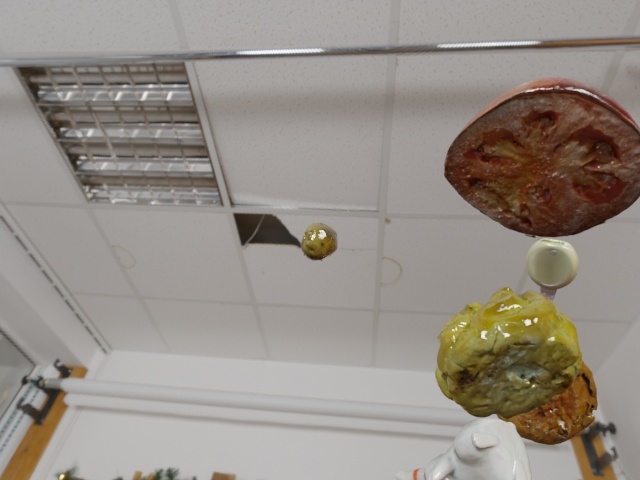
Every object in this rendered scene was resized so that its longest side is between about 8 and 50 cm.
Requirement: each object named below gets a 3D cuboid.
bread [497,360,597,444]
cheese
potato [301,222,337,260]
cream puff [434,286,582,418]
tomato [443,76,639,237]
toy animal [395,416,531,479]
[{"bbox_3d":[0.785,0.536,1.507,0.358,0.204,0.337,20,-88,0],"label":"bread"},{"bbox_3d":[0.674,0.108,1.230,0.137,0.064,0.227,11,-65,38],"label":"cheese"},{"bbox_3d":[0.000,0.000,1.554,0.137,0.176,0.137,9,-53,12],"label":"potato"},{"bbox_3d":[0.424,0.244,1.007,0.291,0.257,0.324,39,-67,-16],"label":"cream puff"},{"bbox_3d":[0.427,-0.168,0.792,0.338,0.144,0.338,19,-35,14],"label":"tomato"},{"bbox_3d":[0.259,0.451,0.783,0.140,0.138,0.282,40,-67,8],"label":"toy animal"}]
